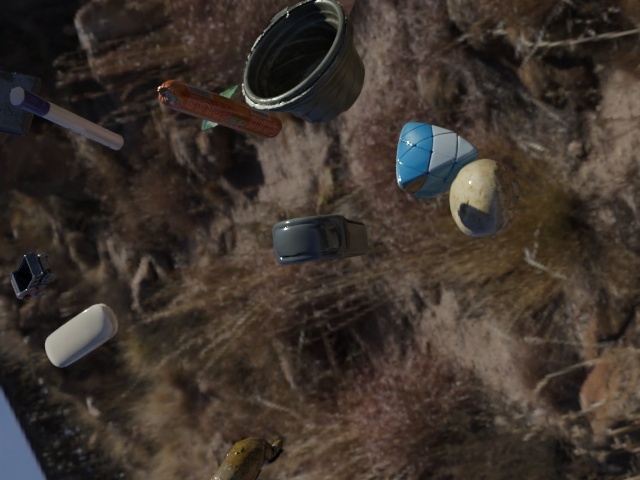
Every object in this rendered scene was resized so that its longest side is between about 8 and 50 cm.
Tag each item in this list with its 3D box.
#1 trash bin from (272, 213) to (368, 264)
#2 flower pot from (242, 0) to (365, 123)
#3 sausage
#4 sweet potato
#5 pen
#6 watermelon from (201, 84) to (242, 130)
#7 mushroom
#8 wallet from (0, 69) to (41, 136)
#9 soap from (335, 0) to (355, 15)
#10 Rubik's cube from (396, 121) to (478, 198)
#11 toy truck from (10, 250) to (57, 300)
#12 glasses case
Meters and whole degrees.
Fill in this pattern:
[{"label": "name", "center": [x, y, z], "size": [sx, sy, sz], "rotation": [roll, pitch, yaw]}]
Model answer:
[{"label": "trash bin", "center": [0.000, 0.000, 1.849], "size": [0.236, 0.177, 0.101], "rotation": [4, -103, -70]}, {"label": "flower pot", "center": [-0.014, -0.299, 1.432], "size": [0.140, 0.235, 0.235], "rotation": [39, -159, -44]}, {"label": "sausage", "center": [-0.175, -0.239, 1.502], "size": [0.348, 0.053, 0.053], "rotation": [8, -118, -57]}, {"label": "sweet potato", "center": [-0.185, 0.523, 1.832], "size": [0.098, 0.310, 0.124], "rotation": [39, 132, 14]}, {"label": "pen", "center": [-0.431, -0.206, 1.402], "size": [0.269, 0.033, 0.033], "rotation": [25, -134, -66]}, {"label": "watermelon", "center": [-0.266, -0.328, 2.145], "size": [0.080, 0.155, 0.101], "rotation": [48, -142, -41]}, {"label": "mushroom", "center": [0.332, -0.081, 1.622], "size": [0.166, 0.127, 0.166], "rotation": [180, 90, -79]}, {"label": "wallet", "center": [-0.647, -0.266, 1.482], "size": [0.025, 0.245, 0.124], "rotation": [120, 159, -70]}, {"label": "soap", "center": [0.039, -0.656, 1.855], "size": [0.218, 0.098, 0.273], "rotation": [53, 131, 35]}, {"label": "Rubik's cube", "center": [0.324, -0.206, 2.275], "size": [0.254, 0.255, 0.254], "rotation": [166, 90, -82]}, {"label": "toy truck", "center": [-0.850, 0.106, 2.390], "size": [0.192, 0.092, 0.083], "rotation": [-42, 70, 48]}, {"label": "glasses case", "center": [-0.515, 0.205, 1.737], "size": [0.081, 0.204, 0.051], "rotation": [63, -154, 7]}]
